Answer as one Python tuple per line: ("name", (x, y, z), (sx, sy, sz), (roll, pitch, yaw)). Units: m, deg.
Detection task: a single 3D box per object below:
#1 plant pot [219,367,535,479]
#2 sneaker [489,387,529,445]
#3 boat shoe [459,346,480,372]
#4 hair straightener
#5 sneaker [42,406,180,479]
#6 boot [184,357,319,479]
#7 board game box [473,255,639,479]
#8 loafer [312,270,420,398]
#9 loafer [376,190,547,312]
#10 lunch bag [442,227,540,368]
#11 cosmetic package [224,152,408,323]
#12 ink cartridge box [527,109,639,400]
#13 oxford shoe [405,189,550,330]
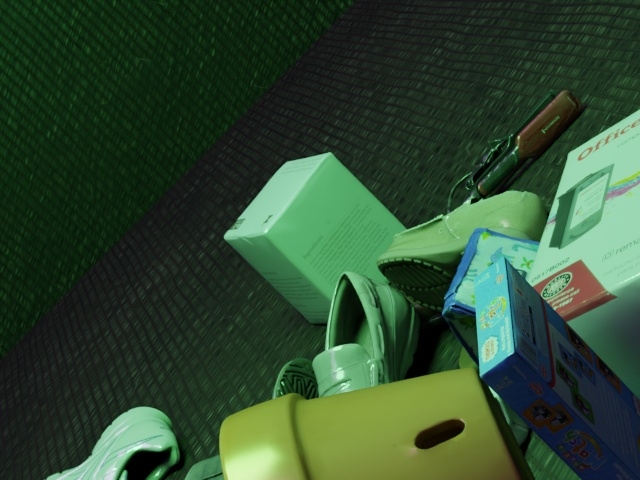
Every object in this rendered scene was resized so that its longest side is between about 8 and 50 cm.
("plant pot", (0.073, 0.229, 1.190), (0.203, 0.291, 0.291), (-26, 19, 6))
("sneaker", (0.170, 0.171, 1.468), (0.061, 0.053, 0.152), (-46, 7, 30))
("boat shoe", (0.204, 0.085, 1.608), (0.153, 0.048, 0.056), (-56, 18, -18))
("hair straightener", (0.246, -0.106, 1.981), (0.230, 0.047, 0.089), (-50, 16, -3))
("sneaker", (-0.314, 0.357, 2.090), (0.297, 0.111, 0.129), (-48, 22, -7))
("boot", (-0.081, 0.251, 1.785), (0.208, 0.076, 0.190), (-34, 37, 51))
("board game box", (0.204, 0.127, 1.188), (0.039, 0.211, 0.160), (-40, 16, 20))
("loafer", (0.035, 0.165, 1.650), (0.112, 0.111, 0.319), (-38, 26, 32))
("loafer", (0.162, 0.010, 1.642), (0.268, 0.102, 0.092), (-13, 37, 57))
("lunch bag", (0.191, 0.070, 1.454), (0.096, 0.151, 0.129), (-45, 12, 39))
("cosmetic package", (0.000, 0.000, 2.048), (0.151, 0.184, 0.151), (-50, 18, -19))
("ink cartridge box", (0.318, -0.004, 1.380), (0.226, 0.131, 0.306), (-33, 22, 37))
("oxford shoe", (0.165, 0.019, 1.762), (0.227, 0.096, 0.083), (-41, 18, 18))
